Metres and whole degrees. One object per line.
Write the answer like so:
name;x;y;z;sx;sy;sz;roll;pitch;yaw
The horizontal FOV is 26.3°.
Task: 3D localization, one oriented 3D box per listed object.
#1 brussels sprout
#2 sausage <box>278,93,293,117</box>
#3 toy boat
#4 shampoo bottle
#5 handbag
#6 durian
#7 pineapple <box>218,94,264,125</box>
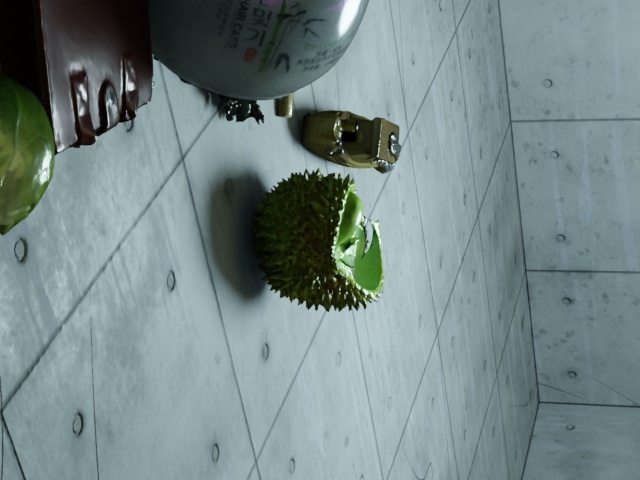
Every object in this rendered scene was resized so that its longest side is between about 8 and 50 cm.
brussels sprout;-0.296;-0.075;1.167;0.155;0.117;0.155;-24;121;-48
sausage;-0.051;-0.249;2.044;0.024;0.024;0.132;1;90;-72
toy boat;0.062;-0.163;2.241;0.321;0.121;0.089;8;88;-72
shampoo bottle;-0.071;-0.319;1.535;0.273;0.273;0.266;-65;179;-51
handbag;-0.250;-0.238;1.367;0.260;0.084;0.275;-49;137;-67
durian;-0.002;-0.001;1.963;0.237;0.176;0.200;35;67;-62
pineapple;-0.107;-0.223;1.781;0.198;0.108;0.108;84;15;-58
